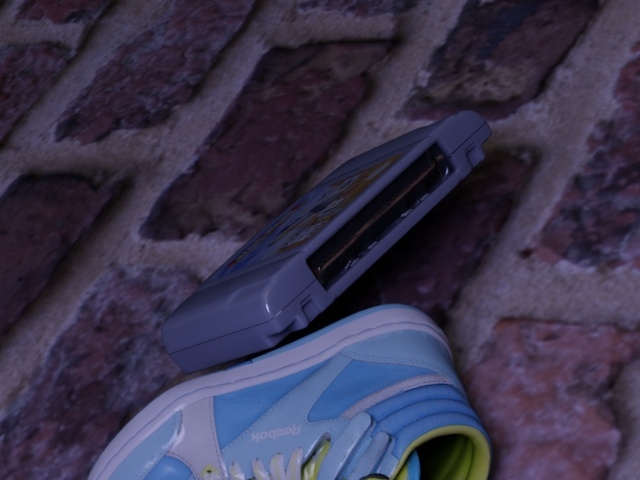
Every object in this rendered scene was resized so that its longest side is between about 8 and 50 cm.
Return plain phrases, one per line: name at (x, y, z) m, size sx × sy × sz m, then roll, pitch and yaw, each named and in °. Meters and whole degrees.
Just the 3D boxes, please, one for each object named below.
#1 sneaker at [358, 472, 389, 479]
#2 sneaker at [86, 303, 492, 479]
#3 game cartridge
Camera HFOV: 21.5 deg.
sneaker at (0.040, 0.260, 1.114) m, size 0.094 × 0.081 × 0.209 m, roll 3°, pitch 79°, yaw 20°
sneaker at (-0.020, 0.181, 1.244) m, size 0.319 × 0.127 × 0.208 m, roll -30°, pitch 34°, yaw -3°
game cartridge at (0.000, 0.000, 1.443) m, size 0.297 × 0.062 × 0.198 m, roll -42°, pitch 16°, yaw -35°
